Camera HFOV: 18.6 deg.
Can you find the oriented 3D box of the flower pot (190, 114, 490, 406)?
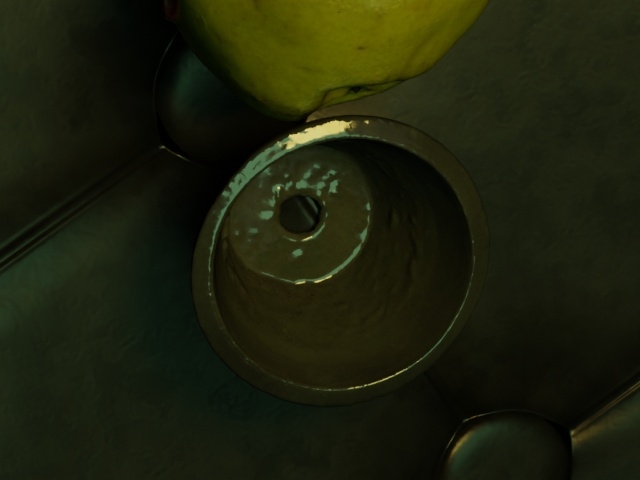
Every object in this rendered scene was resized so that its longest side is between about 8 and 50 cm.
[{"bbox_3d":[0.000,0.000,1.751,0.269,0.166,0.269,-5,108,-16],"label":"flower pot"}]

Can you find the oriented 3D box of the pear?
[{"bbox_3d":[0.008,-0.286,1.599,0.287,0.287,0.375,0,85,-15],"label":"pear"}]
